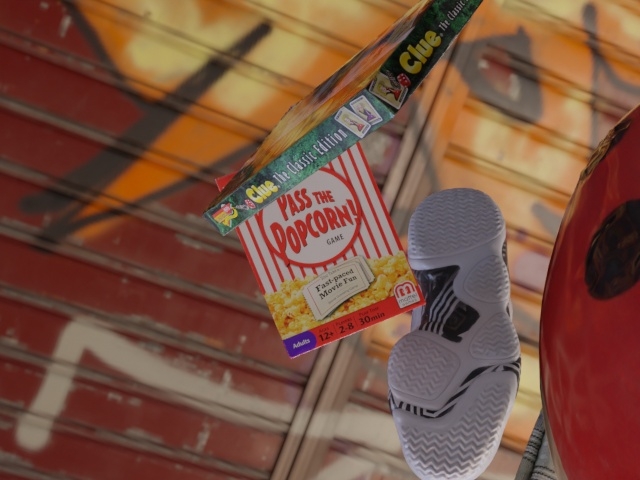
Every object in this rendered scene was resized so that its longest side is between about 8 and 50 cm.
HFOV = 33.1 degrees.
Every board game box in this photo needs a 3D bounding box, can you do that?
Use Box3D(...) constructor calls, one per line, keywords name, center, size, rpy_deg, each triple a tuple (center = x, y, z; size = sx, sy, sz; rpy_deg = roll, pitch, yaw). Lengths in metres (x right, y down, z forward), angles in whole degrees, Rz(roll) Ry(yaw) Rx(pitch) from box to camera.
Box3D(name="board game box", center=(0.009, -0.091, 0.764), size=(0.030, 0.136, 0.260), rpy_deg=(41, 149, -12))
Box3D(name="board game box", center=(0.000, 0.000, 1.069), size=(0.147, 0.193, 0.045), rpy_deg=(-23, -177, 2))

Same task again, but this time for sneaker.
Box3D(name="sneaker", center=(0.161, 0.135, 1.218), size=(0.137, 0.365, 0.210), rpy_deg=(-2, 141, 12))

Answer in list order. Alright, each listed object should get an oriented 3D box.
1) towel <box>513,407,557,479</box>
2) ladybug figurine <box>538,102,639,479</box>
Box3D(name="towel", center=(0.368, 0.323, 1.259), size=(0.312, 0.324, 0.056), rpy_deg=(33, 156, -13))
Box3D(name="ladybug figurine", center=(0.235, 0.040, 0.452), size=(0.162, 0.305, 0.449), rpy_deg=(59, -177, -29))
